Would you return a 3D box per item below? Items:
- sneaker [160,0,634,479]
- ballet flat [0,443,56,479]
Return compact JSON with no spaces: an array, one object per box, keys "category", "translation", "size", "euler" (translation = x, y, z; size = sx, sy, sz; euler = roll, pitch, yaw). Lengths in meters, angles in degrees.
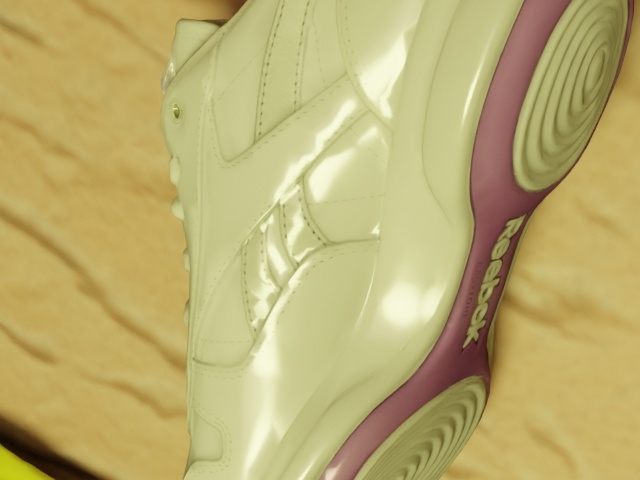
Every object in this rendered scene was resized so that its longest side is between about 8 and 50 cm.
[{"category":"sneaker","translation":[0.000,0.000,0.518],"size":[0.152,0.114,0.305],"euler":[33,113,28]},{"category":"ballet flat","translation":[-0.151,0.136,0.630],"size":[0.231,0.077,0.077],"euler":[20,113,19]}]
